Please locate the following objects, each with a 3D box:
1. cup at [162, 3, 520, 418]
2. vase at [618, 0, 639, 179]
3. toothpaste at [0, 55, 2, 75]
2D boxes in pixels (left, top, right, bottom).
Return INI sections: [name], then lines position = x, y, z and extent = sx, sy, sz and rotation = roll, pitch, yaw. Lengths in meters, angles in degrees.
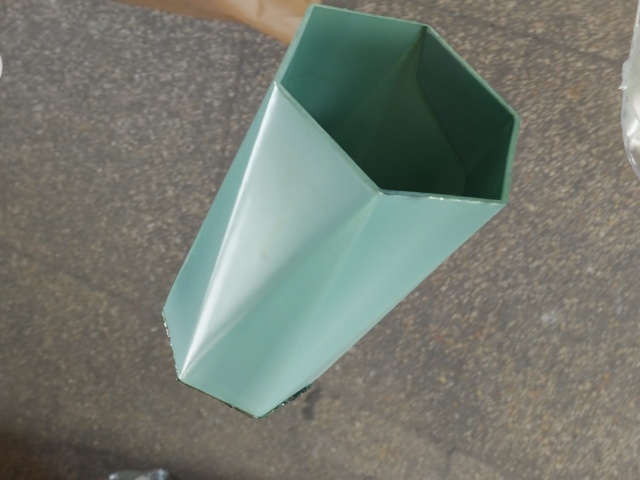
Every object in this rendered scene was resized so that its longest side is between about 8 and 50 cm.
[cup]
position = 0.000, 0.000, 0.648
extent = 0.148, 0.134, 0.236
rotation = 48, 136, 17
[vase]
position = 0.288, -0.019, 0.432
extent = 0.250, 0.445, 0.250
rotation = -14, 66, 36
[toothpaste]
position = -0.208, -0.173, 0.514
extent = 0.061, 0.096, 0.266
rotation = -46, 56, 33
